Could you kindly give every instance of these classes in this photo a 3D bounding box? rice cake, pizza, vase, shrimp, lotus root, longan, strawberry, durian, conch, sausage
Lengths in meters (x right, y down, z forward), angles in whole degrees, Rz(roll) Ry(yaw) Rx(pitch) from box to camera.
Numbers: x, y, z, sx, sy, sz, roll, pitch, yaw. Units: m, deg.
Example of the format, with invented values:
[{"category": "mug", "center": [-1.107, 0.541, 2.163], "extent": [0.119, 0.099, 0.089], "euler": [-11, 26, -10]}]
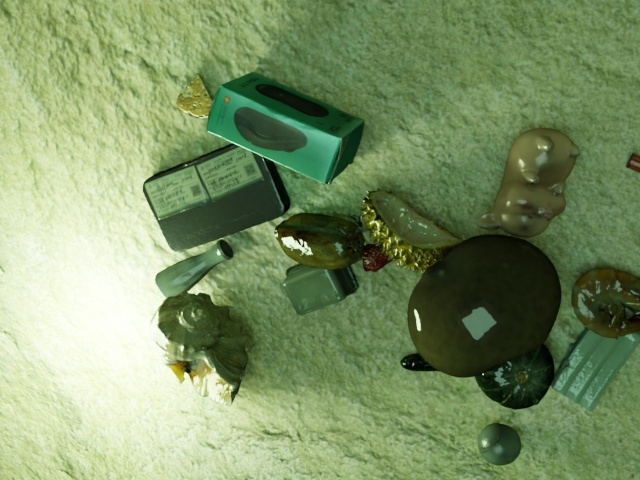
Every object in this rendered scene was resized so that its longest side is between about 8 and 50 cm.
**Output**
[{"category": "rice cake", "center": [0.637, 0.279, 1.961], "extent": [0.127, 0.043, 0.237], "euler": [30, 113, 5]}, {"category": "pizza", "center": [-0.291, -0.349, 2.040], "extent": [0.122, 0.026, 0.109], "euler": [14, 110, 15]}, {"category": "vase", "center": [-0.322, 0.071, 2.177], "extent": [0.214, 0.086, 0.086], "euler": [-32, 97, 20]}, {"category": "shrimp", "center": [0.696, 0.156, 1.872], "extent": [0.287, 0.063, 0.152], "euler": [18, 90, 5]}, {"category": "lotus root", "center": [0.000, 0.000, 1.998], "extent": [0.241, 0.124, 0.123], "euler": [9, 136, 42]}, {"category": "longan", "center": [0.357, 0.145, 1.840], "extent": [0.350, 0.288, 0.288], "euler": [-34, 97, 3]}, {"category": "strawberry", "center": [0.137, 0.040, 2.024], "extent": [0.083, 0.073, 0.073], "euler": [-2, 109, 2]}, {"category": "durian", "center": [0.183, -0.012, 1.927], "extent": [0.249, 0.183, 0.138], "euler": [39, 136, 0]}, {"category": "conch", "center": [-0.291, 0.276, 2.179], "extent": [0.297, 0.210, 0.352], "euler": [43, 161, 16]}, {"category": "sausage", "center": [0.716, -0.145, 1.788], "extent": [0.129, 0.034, 0.034], "euler": [25, 115, 8]}]

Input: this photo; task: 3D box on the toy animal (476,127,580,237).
[{"category": "toy animal", "center": [0.455, -0.122, 1.813], "extent": [0.166, 0.154, 0.250], "euler": [15, 111, -10]}]

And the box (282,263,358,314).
[{"category": "box", "center": [-0.007, 0.111, 2.079], "extent": [0.172, 0.093, 0.124], "euler": [-23, 101, 23]}]

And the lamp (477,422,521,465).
[{"category": "lamp", "center": [0.439, 0.501, 2.074], "extent": [0.105, 0.105, 0.105], "euler": [6, 111, 16]}]

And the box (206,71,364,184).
[{"category": "box", "center": [-0.073, -0.260, 1.905], "extent": [0.311, 0.205, 0.118], "euler": [26, 117, 9]}]

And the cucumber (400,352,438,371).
[{"category": "cucumber", "center": [0.298, 0.299, 2.075], "extent": [0.214, 0.058, 0.052], "euler": [-2, 64, 20]}]

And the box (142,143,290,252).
[{"category": "box", "center": [-0.262, -0.112, 2.101], "extent": [0.350, 0.058, 0.211], "euler": [-18, 101, 23]}]

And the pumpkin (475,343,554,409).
[{"category": "pumpkin", "center": [0.450, 0.298, 1.965], "extent": [0.190, 0.146, 0.190], "euler": [-4, 102, -19]}]
